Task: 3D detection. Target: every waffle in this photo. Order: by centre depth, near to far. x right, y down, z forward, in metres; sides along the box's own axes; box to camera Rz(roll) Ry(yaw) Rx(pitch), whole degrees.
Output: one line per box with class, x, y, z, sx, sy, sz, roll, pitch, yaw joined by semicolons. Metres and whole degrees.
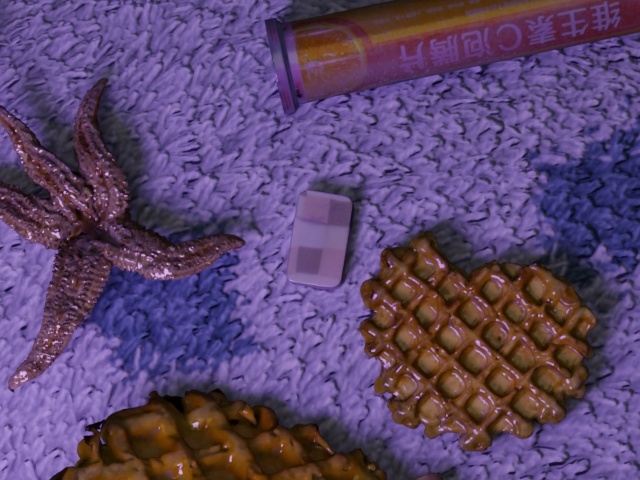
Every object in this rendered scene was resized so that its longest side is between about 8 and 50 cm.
waffle;-0.090;0.293;1.782;0.382;0.380;0.095;23;124;9
waffle;0.172;0.101;1.912;0.253;0.056;0.249;-15;80;4

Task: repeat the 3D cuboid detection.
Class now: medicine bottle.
medicine bottle;0.155;-0.238;1.945;0.426;0.108;0.108;-13;80;2

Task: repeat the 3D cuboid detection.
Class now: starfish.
starfish;-0.287;-0.026;1.958;0.301;0.084;0.293;-35;76;-5

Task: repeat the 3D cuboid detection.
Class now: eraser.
eraser;0.000;0.000;1.957;0.065;0.026;0.105;9;81;9

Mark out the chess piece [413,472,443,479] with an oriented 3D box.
chess piece;0.128;0.312;1.880;0.066;0.066;0.122;-19;74;1
